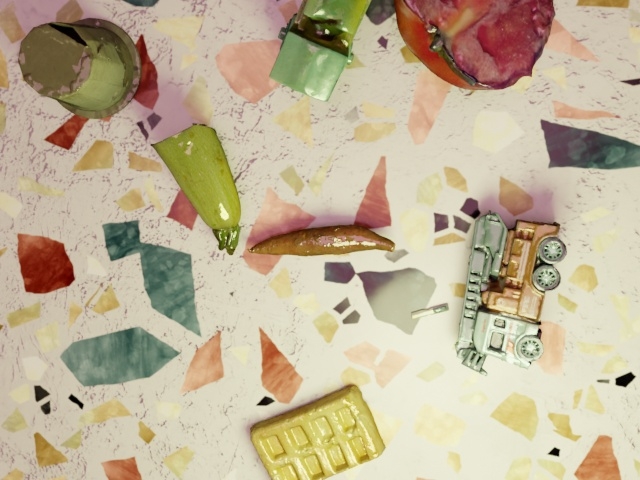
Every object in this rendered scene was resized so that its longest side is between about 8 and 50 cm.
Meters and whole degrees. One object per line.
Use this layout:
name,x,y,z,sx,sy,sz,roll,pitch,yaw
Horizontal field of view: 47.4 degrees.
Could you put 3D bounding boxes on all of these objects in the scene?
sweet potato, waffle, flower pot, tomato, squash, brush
sweet potato,0.000,0.000,1.540,0.314,0.066,0.072,-3,130,5
waffle,-0.009,0.445,1.613,0.274,0.057,0.168,-24,95,8
flower pot,-0.487,-0.357,1.465,0.212,0.202,0.212,0,96,1
tomato,0.289,-0.439,1.408,0.290,0.176,0.335,-42,93,-12
squash,-0.222,-0.111,1.534,0.137,0.137,0.287,-28,107,8
brush,0.237,0.154,1.574,0.084,0.013,0.016,-15,99,8

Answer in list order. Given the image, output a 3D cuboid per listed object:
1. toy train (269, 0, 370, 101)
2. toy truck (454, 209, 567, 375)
toy train,0.030,-0.446,1.353,0.160,0.253,0.397,23,112,-7
toy truck,0.382,0.115,1.501,0.184,0.133,0.338,12,96,13
